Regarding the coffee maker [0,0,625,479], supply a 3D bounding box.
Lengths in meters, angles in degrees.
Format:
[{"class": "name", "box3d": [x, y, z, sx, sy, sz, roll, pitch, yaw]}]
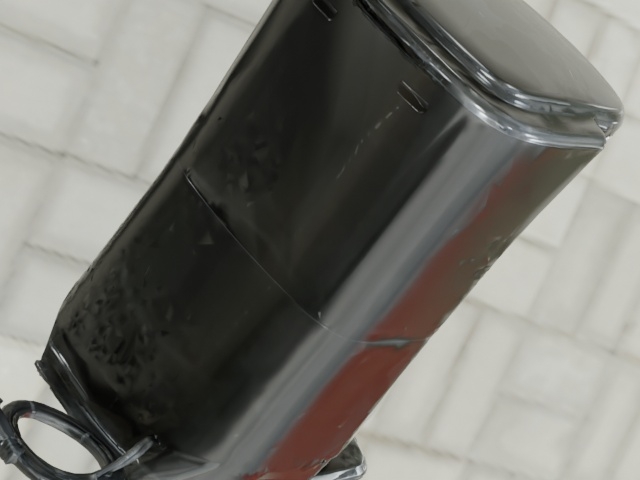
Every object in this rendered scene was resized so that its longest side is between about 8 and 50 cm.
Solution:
[{"class": "coffee maker", "box3d": [0.000, 0.000, 0.643, 0.178, 0.120, 0.171, -54, 177, 24]}]
